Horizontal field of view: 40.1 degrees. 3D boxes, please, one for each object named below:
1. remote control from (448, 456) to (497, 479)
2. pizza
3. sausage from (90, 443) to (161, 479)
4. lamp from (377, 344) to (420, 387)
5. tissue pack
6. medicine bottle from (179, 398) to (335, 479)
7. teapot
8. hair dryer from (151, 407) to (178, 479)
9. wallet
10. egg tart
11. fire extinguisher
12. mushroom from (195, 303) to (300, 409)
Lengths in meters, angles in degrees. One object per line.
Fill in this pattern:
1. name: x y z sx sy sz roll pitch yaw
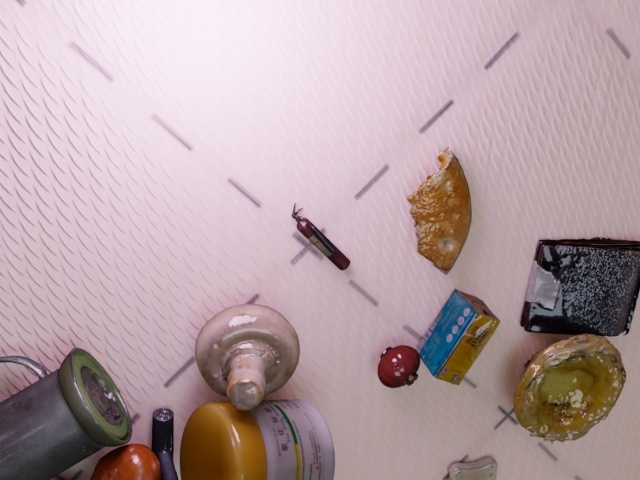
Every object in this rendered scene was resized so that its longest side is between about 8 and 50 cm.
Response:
1. remote control: 0.363 0.557 2.089 0.122 0.032 0.074 -6 116 -15
2. pizza: 0.240 -0.051 1.746 0.134 0.056 0.271 -19 120 -10
3. sausage: -0.376 0.465 1.710 0.133 0.133 0.258 0 158 -17
4. lamp: 0.166 0.268 1.858 0.101 0.090 0.101 -35 155 -19
5. tissue pack: 0.290 0.203 1.847 0.082 0.120 0.169 25 104 -24
6. medicine bottle: -0.126 0.435 1.736 0.231 0.238 0.238 3 115 -37
7. teapot: -0.559 0.346 1.626 0.337 0.200 0.270 -31 94 1
8. hair dryer: -0.299 0.456 1.742 0.050 0.195 0.173 -7 116 -20
9. wallet: 0.582 0.104 1.923 0.262 0.071 0.221 2 115 -11
10. egg tart: 0.553 0.321 1.981 0.288 0.118 0.288 -6 121 -10
11. fire extinguisher: 0.000 0.000 1.701 0.035 0.049 0.173 -39 120 12
12. mushroom: -0.138 0.218 1.686 0.206 0.209 0.206 0 89 -12
